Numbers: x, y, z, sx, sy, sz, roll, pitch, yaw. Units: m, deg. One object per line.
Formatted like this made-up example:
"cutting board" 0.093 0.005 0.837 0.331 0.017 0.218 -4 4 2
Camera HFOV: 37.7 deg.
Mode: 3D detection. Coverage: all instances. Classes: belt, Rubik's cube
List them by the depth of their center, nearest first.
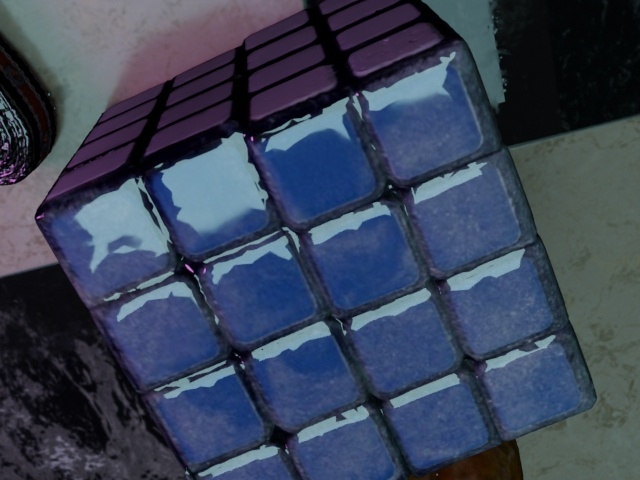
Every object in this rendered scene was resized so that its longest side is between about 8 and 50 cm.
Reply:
"Rubik's cube" 0.000 0.000 0.849 0.337 0.344 0.344 -23 113 5
"belt" -0.359 -0.216 0.867 0.126 0.094 0.360 -25 112 4

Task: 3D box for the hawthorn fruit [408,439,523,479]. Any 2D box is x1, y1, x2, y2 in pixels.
"hawthorn fruit" 0.078 0.274 0.989 0.277 0.298 0.277 2 105 7
